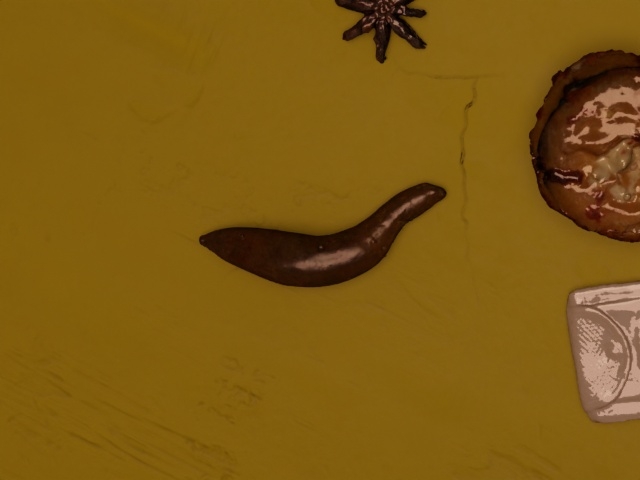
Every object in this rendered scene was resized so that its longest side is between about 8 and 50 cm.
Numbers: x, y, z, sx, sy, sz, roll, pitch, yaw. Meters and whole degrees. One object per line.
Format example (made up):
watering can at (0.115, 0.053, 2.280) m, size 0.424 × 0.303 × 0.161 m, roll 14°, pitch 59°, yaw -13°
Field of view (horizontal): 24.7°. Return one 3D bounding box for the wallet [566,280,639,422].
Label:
wallet at (0.389, 0.145, 1.897) m, size 0.124 × 0.032 × 0.183 m, roll -9°, pitch 94°, yaw 12°

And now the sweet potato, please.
sweet potato at (0.005, 0.006, 1.946) m, size 0.346 × 0.079 × 0.108 m, roll -12°, pitch 81°, yaw 11°

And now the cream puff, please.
cream puff at (0.375, -0.119, 1.803) m, size 0.240 × 0.164 × 0.240 m, roll 4°, pitch 112°, yaw 9°

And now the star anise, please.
star anise at (0.081, -0.300, 1.909) m, size 0.141 × 0.042 × 0.141 m, roll 1°, pitch 96°, yaw 14°
